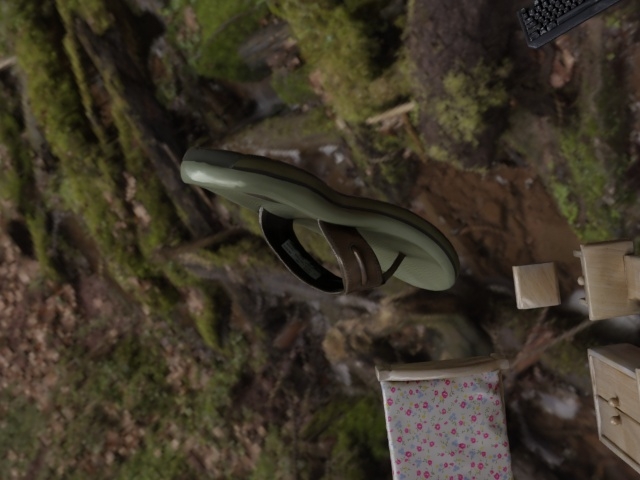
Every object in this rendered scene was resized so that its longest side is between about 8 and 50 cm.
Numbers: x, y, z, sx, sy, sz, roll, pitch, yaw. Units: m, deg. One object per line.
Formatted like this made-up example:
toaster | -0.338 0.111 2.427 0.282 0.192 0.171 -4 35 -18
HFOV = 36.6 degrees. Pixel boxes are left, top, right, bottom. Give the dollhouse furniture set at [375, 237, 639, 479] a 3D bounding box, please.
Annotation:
dollhouse furniture set | 0.162 0.169 0.960 0.174 0.355 0.303 -112 15 -88

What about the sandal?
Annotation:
sandal | -0.002 0.000 0.848 0.303 0.086 0.120 21 167 -39

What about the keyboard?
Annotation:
keyboard | 0.324 -0.312 1.181 0.180 0.108 0.023 -28 130 24
